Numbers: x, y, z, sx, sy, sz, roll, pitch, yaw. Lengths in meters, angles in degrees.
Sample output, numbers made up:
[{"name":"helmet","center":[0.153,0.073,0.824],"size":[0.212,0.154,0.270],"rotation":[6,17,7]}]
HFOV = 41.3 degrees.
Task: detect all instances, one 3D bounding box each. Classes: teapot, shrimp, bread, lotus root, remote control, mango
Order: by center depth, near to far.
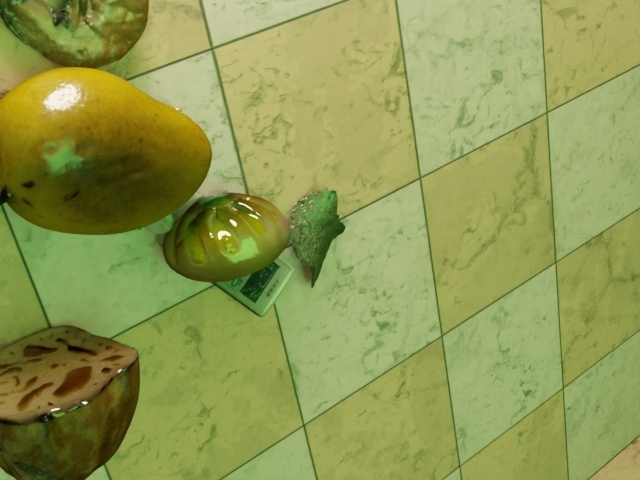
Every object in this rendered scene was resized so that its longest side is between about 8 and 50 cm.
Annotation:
[{"name":"shrimp","center":[-0.442,-0.517,1.471],"size":[0.272,0.085,0.445],"rotation":[-17,119,-26]},{"name":"mango","center":[-0.390,-0.161,1.555],"size":[0.444,0.220,0.302],"rotation":[-9,106,-46]},{"name":"lotus root","center":[-0.510,0.324,1.579],"size":[0.316,0.316,0.250],"rotation":[-13,120,-35]},{"name":"teapot","center":[-0.334,-0.050,1.727],"size":[0.083,0.064,0.064],"rotation":[-21,123,19]},{"name":"bread","center":[-0.179,-0.004,1.742],"size":[0.260,0.156,0.158],"rotation":[-26,121,-28]},{"name":"remote control","center":[-0.203,0.034,1.874],"size":[0.344,0.050,0.145],"rotation":[40,80,-41]}]

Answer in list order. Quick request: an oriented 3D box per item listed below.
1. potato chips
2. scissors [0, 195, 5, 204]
[{"name":"potato chips","center":[-0.006,0.000,2.013],"size":[0.167,0.059,0.228],"rotation":[-39,127,-33]},{"name":"scissors","center":[-0.641,-0.046,1.520],"size":[0.220,0.017,0.088],"rotation":[-29,122,-28]}]
